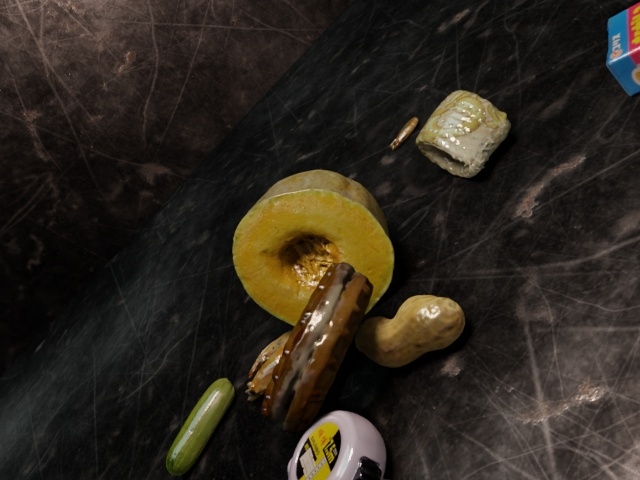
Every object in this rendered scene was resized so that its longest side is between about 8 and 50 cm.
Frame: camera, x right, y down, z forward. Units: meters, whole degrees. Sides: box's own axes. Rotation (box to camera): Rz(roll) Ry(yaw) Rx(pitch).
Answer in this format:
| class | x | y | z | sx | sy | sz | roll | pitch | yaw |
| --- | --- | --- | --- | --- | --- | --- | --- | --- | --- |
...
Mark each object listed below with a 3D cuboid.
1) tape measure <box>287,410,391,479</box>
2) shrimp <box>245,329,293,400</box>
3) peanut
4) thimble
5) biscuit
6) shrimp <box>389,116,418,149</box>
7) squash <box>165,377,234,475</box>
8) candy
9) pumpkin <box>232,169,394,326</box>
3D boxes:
| class | x | y | z | sx | sy | sz | roll | pitch | yaw |
| --- | --- | --- | --- | --- | --- | --- | --- | --- | --- |
| tape measure | 0.034 | 0.374 | 1.151 | 0.178 | 0.105 | 0.196 | -50 | 24 | 11 |
| shrimp | -0.105 | 0.273 | 1.566 | 0.187 | 0.051 | 0.132 | -47 | 13 | -17 |
| peanut | 0.153 | 0.162 | 1.260 | 0.229 | 0.098 | 0.103 | -29 | 13 | 33 |
| thimble | 0.308 | -0.225 | 1.517 | 0.143 | 0.137 | 0.190 | -50 | 37 | -4 |
| biscuit | -0.004 | 0.194 | 1.297 | 0.332 | 0.103 | 0.332 | 24 | -90 | -85 |
| shrimp | 0.218 | -0.281 | 1.864 | 0.108 | 0.023 | 0.059 | -48 | 16 | -1 |
| squash | -0.267 | 0.413 | 1.585 | 0.069 | 0.069 | 0.238 | -2 | 52 | 56 |
| candy | 0.666 | -0.390 | 1.244 | 0.306 | 0.100 | 0.157 | -23 | 36 | 39 |
| pumpkin | 0.000 | 0.000 | 1.505 | 0.332 | 0.332 | 0.199 | -33 | 17 | 28 |
